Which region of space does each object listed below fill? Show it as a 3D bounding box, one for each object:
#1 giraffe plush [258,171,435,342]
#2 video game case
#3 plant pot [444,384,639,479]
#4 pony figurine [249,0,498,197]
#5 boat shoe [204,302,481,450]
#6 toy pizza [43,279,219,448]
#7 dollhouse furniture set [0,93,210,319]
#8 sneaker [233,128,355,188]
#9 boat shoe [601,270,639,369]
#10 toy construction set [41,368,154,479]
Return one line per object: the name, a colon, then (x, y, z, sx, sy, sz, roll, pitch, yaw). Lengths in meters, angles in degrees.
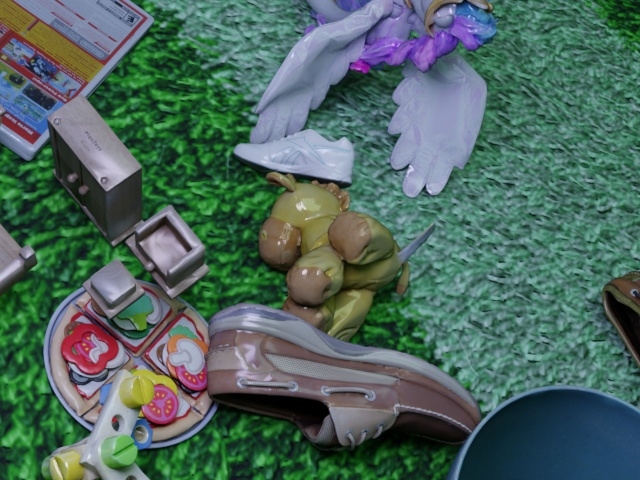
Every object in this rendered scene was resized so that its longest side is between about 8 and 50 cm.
giraffe plush: (0.000, 0.000, 1.558, 0.210, 0.181, 0.170, -35, 58, -30)
video game case: (-0.349, -0.240, 1.604, 0.204, 0.025, 0.285, 35, 48, -3)
plant pot: (0.239, 0.322, 1.416, 0.290, 0.195, 0.290, 7, 61, -14)
pony figurine: (0.080, -0.269, 1.692, 0.302, 0.351, 0.363, 10, 36, -27)
boat shoe: (0.020, 0.175, 1.472, 0.324, 0.123, 0.116, 19, 61, -12)
toy pizza: (-0.192, 0.124, 1.436, 0.201, 0.032, 0.201, 14, 53, -20)
dollhouse furniture set: (-0.345, 0.030, 1.403, 0.355, 0.174, 0.303, -38, 80, -17)
sneaker: (-0.030, -0.104, 1.635, 0.152, 0.054, 0.061, 10, 80, 13)
boat shoe: (0.460, 0.174, 1.722, 0.104, 0.111, 0.307, -10, 55, -30)
toy construction set: (-0.236, 0.288, 1.220, 0.327, 0.151, 0.215, -36, 105, -33)
